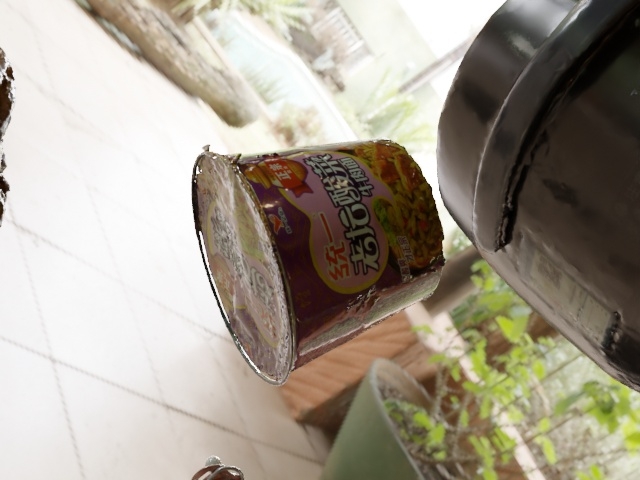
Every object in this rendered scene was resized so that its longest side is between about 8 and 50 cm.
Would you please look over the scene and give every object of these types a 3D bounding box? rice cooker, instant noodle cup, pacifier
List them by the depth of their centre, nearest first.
[{"bbox_3d":[0.212,-0.046,0.506,0.224,0.267,0.267,44,4,29],"label":"rice cooker"},{"bbox_3d":[0.000,0.000,1.254,0.340,0.266,0.339,50,-30,44],"label":"instant noodle cup"},{"bbox_3d":[-0.172,0.393,1.504,0.099,0.081,0.078,44,11,-36],"label":"pacifier"}]

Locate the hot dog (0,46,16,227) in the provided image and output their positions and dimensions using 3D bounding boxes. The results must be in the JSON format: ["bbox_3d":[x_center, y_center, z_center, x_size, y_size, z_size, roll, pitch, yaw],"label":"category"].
[{"bbox_3d":[-0.204,-0.061,0.497,0.065,0.099,0.147,-5,36,-33],"label":"hot dog"}]
